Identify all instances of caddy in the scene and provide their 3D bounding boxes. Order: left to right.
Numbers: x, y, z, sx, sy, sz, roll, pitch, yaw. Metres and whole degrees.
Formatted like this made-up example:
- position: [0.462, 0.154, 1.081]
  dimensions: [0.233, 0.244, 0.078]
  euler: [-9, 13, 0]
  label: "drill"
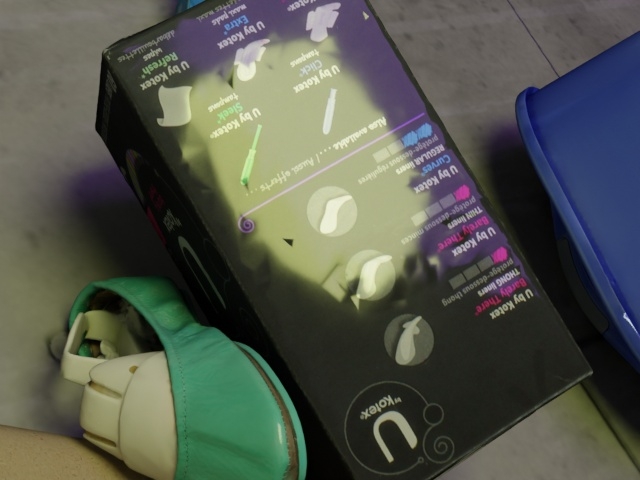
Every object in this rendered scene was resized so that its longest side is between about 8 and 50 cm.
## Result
- position: [0.278, -0.002, 0.896]
  dimensions: [0.241, 0.179, 0.341]
  euler: [23, 40, -52]
  label: "caddy"

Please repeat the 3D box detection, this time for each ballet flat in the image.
- position: [-0.087, 0.077, 0.579]
  dimensions: [0.087, 0.083, 0.247]
  euler: [-2, 14, -21]
  label: "ballet flat"

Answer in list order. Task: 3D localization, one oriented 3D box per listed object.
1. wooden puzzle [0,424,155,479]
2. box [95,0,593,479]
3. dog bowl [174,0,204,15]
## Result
- position: [-0.118, 0.232, 0.454]
  dimensions: [0.322, 0.080, 0.348]
  euler: [22, 38, -43]
  label: "wooden puzzle"
- position: [0.000, 0.000, 0.637]
  dimensions: [0.143, 0.165, 0.270]
  euler: [-30, 87, -15]
  label: "box"
- position: [-0.031, -0.109, 0.843]
  dimensions: [0.166, 0.074, 0.297]
  euler: [10, 51, -28]
  label: "dog bowl"
